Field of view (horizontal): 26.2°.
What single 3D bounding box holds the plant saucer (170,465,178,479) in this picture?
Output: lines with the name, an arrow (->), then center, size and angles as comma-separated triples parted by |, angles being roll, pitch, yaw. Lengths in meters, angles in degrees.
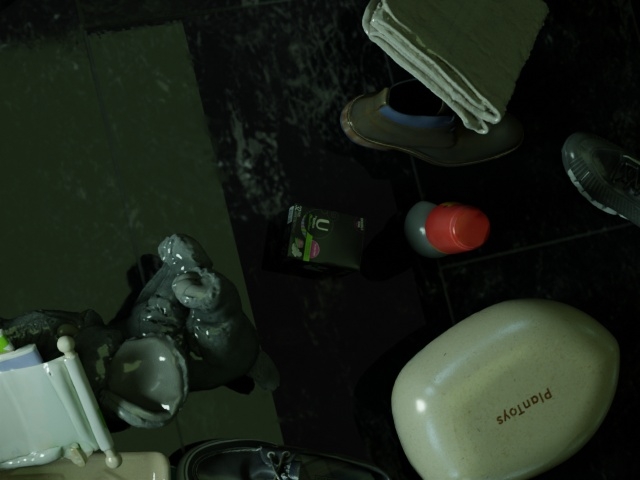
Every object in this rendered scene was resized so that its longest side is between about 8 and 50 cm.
plant saucer -> -0.168, 0.288, 1.403 | 0.119, 0.021, 0.119 | 3, 80, -18

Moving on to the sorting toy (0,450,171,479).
sorting toy -> -0.250, 0.306, 1.352 | 0.208, 0.038, 0.192 | -1, 81, -3

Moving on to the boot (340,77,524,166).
boot -> 0.142, -0.132, 1.525 | 0.219, 0.106, 0.082 | 2, 81, -17

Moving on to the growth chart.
growth chart -> -0.319, 0.155, 1.294 | 0.237, 0.021, 0.171 | -6, 116, 9

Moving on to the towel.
towel -> 0.153, -0.246, 1.522 | 0.187, 0.049, 0.282 | 41, 41, -9

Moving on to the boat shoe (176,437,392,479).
boat shoe -> -0.031, 0.246, 1.414 | 0.229, 0.076, 0.080 | 14, 67, -20

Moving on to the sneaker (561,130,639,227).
sneaker -> 0.385, -0.051, 1.591 | 0.234, 0.106, 0.078 | 41, 71, -8

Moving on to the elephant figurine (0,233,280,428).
elephant figurine -> -0.193, 0.117, 1.362 | 0.239, 0.169, 0.186 | -38, 63, -17

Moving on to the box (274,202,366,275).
box -> 0.000, 0.000, 1.487 | 0.083, 0.052, 0.062 | 12, 79, -16

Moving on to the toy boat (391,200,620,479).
toy boat -> 0.180, 0.104, 1.495 | 0.268, 0.148, 0.318 | -20, 95, -15
